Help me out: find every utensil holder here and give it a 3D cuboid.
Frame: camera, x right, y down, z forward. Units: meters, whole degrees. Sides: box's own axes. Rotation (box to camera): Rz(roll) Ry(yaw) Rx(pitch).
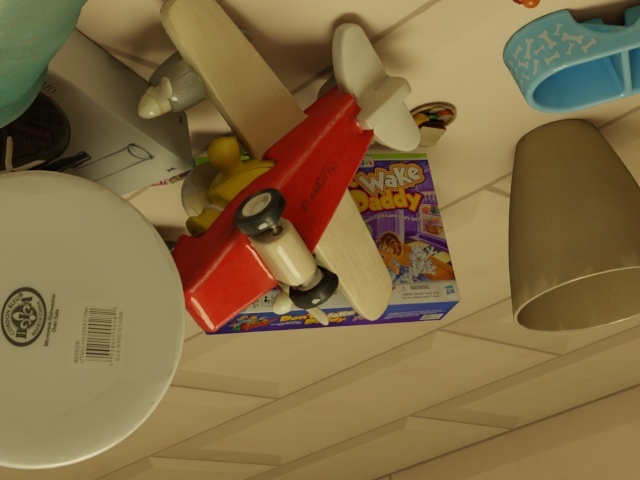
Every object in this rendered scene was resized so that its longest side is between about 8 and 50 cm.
[{"bbox_3d":[-0.344,0.097,1.389,0.327,0.328,0.385,-2,174,-19],"label":"utensil holder"}]

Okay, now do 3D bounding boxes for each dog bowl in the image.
[{"bbox_3d":[0.391,-0.247,1.589,0.297,0.074,0.166,-14,157,11],"label":"dog bowl"}]

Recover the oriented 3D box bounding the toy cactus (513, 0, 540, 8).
[{"bbox_3d":[0.284,-0.328,1.343,0.180,0.112,0.219,-2,149,-42],"label":"toy cactus"}]

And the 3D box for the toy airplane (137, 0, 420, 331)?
[{"bbox_3d":[-0.053,-0.086,1.485,0.272,0.386,0.384,-6,175,40],"label":"toy airplane"}]

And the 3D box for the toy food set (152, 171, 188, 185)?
[{"bbox_3d":[-0.230,-0.102,1.735,0.078,0.019,0.122,-23,154,28],"label":"toy food set"}]

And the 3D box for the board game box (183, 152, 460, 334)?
[{"bbox_3d":[0.000,0.000,1.686,0.347,0.233,0.078,-3,156,-20],"label":"board game box"}]

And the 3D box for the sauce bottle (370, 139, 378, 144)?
[{"bbox_3d":[0.022,-0.153,1.695,0.128,0.042,0.042,-2,156,-17],"label":"sauce bottle"}]

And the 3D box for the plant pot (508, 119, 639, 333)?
[{"bbox_3d":[0.388,-0.033,1.827,0.256,0.274,0.256,-8,157,-3],"label":"plant pot"}]

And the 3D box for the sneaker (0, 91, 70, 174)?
[{"bbox_3d":[-0.402,-0.097,1.362,0.281,0.106,0.162,-4,165,4],"label":"sneaker"}]

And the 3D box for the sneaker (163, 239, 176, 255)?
[{"bbox_3d":[-0.332,0.034,1.900,0.299,0.121,0.112,17,176,-34],"label":"sneaker"}]

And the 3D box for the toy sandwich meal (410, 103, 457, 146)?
[{"bbox_3d":[0.157,-0.165,1.738,0.085,0.029,0.085,-9,157,-4],"label":"toy sandwich meal"}]

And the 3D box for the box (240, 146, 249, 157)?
[{"bbox_3d":[-0.043,-0.118,1.745,0.178,0.042,0.109,3,153,-28],"label":"box"}]

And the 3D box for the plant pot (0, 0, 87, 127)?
[{"bbox_3d":[-0.252,-0.307,0.897,0.334,0.341,0.341,-35,147,32],"label":"plant pot"}]

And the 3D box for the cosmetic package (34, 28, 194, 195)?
[{"bbox_3d":[-0.372,-0.144,1.486,0.284,0.097,0.377,-21,154,19],"label":"cosmetic package"}]
